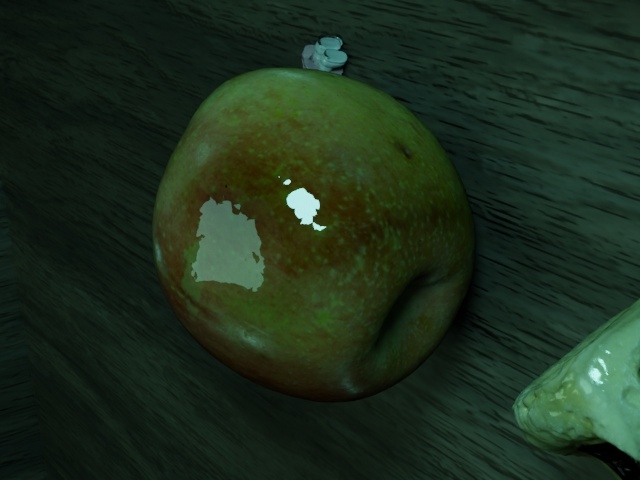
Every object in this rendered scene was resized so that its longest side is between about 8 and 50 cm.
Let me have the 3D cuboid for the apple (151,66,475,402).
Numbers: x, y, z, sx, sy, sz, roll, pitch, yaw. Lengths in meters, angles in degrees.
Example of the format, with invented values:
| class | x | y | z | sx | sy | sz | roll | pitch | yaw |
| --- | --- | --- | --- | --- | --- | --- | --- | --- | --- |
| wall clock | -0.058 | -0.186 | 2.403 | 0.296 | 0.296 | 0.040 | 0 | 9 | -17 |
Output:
| class | x | y | z | sx | sy | sz | roll | pitch | yaw |
| --- | --- | --- | --- | --- | --- | --- | --- | --- | --- |
| apple | 0.000 | 0.000 | 1.338 | 0.277 | 0.319 | 0.319 | 25 | 128 | 27 |

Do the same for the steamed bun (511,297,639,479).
| class | x | y | z | sx | sy | sz | roll | pitch | yaw |
| --- | --- | --- | --- | --- | --- | --- | --- | --- | --- |
| steamed bun | 0.264 | 0.135 | 1.090 | 0.155 | 0.172 | 0.141 | 51 | 160 | 6 |

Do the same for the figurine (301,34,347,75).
| class | x | y | z | sx | sy | sz | roll | pitch | yaw |
| --- | --- | --- | --- | --- | --- | --- | --- | --- | --- |
| figurine | -0.015 | -0.179 | 1.544 | 0.072 | 0.054 | 0.129 | 65 | 149 | 27 |
